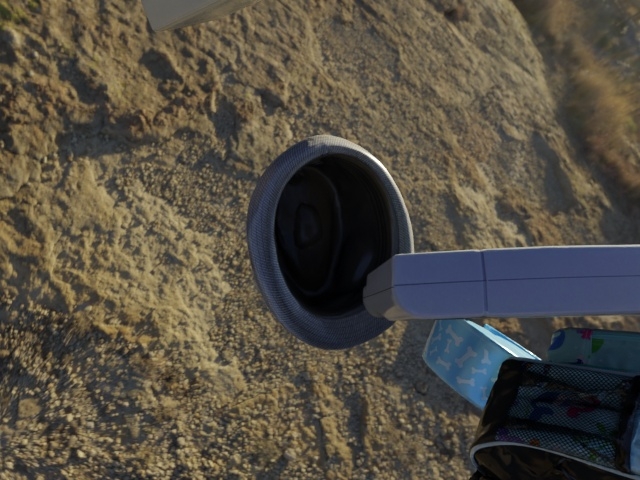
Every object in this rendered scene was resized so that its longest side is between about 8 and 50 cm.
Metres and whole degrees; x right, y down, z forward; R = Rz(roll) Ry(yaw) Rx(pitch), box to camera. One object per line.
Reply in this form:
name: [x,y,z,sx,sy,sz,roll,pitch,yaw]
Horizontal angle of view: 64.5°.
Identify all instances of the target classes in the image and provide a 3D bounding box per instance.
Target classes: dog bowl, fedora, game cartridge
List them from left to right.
fedora: [0.000,0.000,0.697,0.244,0.124,0.275,-25,105,-25]
dog bowl: [0.236,0.170,0.649,0.297,0.166,0.074,29,96,-47]
game cartridge: [0.196,0.042,0.445,0.298,0.198,0.062,-1,85,-2]

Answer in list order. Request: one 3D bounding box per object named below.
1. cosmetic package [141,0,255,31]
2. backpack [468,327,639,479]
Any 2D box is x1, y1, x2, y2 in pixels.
cosmetic package: [-0.099,-0.383,0.653,0.153,0.296,0.129,-40,120,-47]
backpack: [0.286,0.193,0.409,0.191,0.254,0.225,-50,117,-27]
